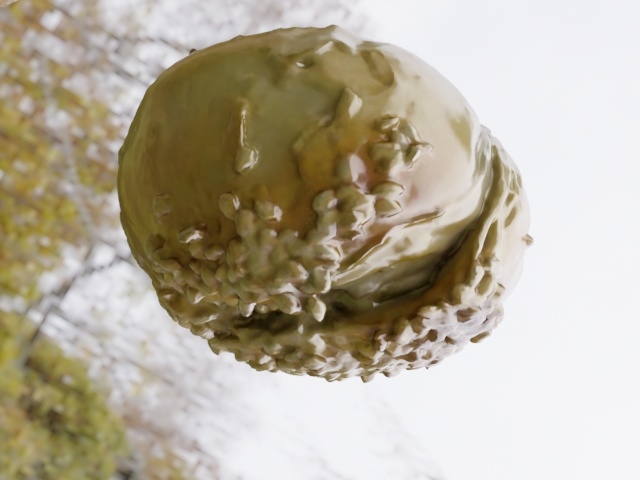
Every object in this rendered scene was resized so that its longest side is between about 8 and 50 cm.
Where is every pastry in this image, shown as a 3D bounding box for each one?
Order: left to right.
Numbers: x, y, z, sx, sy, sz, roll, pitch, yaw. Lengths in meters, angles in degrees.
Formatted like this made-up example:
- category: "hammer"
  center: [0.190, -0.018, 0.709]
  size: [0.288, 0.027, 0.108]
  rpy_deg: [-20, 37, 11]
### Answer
- category: "pastry"
  center: [0.000, 0.000, 1.375]
  size: [0.284, 0.316, 0.184]
  rpy_deg: [-5, -122, 20]

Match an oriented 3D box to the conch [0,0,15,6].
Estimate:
- category: "conch"
  center: [-0.166, -0.113, 0.749]
  size: [0.330, 0.093, 0.109]
  rpy_deg: [-33, -123, 25]
